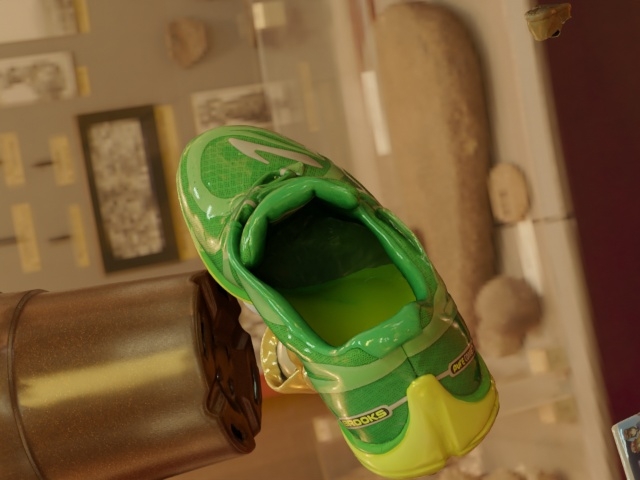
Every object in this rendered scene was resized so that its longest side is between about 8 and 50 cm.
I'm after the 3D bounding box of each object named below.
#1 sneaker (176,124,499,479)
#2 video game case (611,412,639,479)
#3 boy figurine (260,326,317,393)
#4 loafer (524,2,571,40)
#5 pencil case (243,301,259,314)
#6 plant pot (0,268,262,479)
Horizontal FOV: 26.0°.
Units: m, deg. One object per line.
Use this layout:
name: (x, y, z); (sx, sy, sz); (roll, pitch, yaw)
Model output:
sneaker: (0.000, 0.000, 0.753); (0.295, 0.109, 0.124); (47, 164, 49)
video game case: (0.353, 0.211, 1.165); (0.183, 0.023, 0.201); (-32, 52, 28)
boy figurine: (-0.010, 0.044, 1.123); (0.285, 0.092, 0.177); (93, 168, -66)
loafer: (0.359, -0.347, 2.200); (0.056, 0.148, 0.050); (2, 106, 30)
pencil case: (-0.055, -0.007, 1.949); (0.124, 0.113, 0.273); (26, 142, 15)
plant pot: (-0.135, 0.096, 0.923); (0.167, 0.165, 0.167); (-14, -90, -79)
